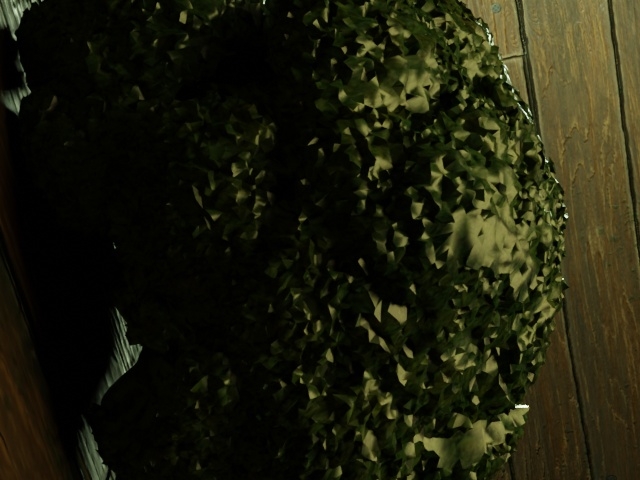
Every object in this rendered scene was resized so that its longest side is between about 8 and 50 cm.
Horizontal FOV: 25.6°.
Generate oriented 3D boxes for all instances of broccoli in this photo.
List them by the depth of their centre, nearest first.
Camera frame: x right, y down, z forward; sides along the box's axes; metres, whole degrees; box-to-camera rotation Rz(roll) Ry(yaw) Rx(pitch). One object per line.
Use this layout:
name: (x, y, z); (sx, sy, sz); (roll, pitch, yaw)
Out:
broccoli: (-0.002, 0.008, 0.864); (0.413, 0.310, 0.321); (26, 38, -37)
